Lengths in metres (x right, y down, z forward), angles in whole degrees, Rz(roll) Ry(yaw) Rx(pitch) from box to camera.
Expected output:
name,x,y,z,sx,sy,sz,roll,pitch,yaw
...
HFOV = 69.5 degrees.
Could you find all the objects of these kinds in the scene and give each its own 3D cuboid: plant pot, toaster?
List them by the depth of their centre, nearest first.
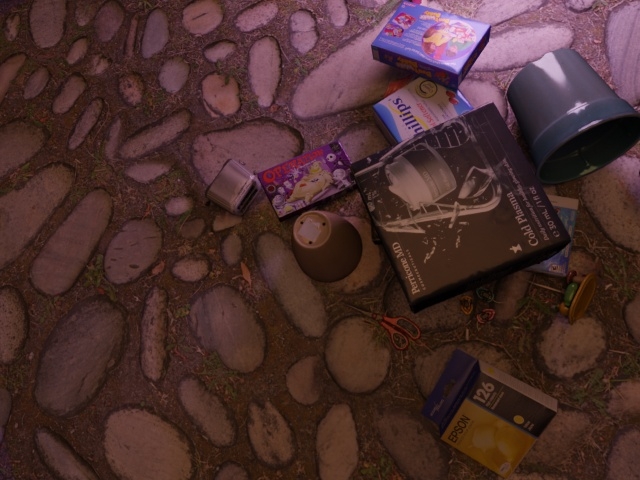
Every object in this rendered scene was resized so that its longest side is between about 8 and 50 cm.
name,x,y,z,sx,sy,sz,roll,pitch,yaw
plant pot,0.803,-0.417,1.514,0.341,0.341,0.334,-20,65,7
plant pot,0.000,0.000,1.599,0.257,0.274,0.256,-3,76,12
toaster,-0.342,-0.196,1.803,0.146,0.129,0.227,33,84,16

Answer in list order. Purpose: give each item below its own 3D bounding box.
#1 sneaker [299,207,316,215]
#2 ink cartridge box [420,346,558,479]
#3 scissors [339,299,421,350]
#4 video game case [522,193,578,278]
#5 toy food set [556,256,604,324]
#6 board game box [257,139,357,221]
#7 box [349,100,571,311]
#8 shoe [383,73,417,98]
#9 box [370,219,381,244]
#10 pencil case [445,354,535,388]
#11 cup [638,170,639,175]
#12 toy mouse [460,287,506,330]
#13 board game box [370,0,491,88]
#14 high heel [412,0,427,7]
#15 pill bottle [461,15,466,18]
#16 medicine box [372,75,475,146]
name,x,y,z,sx,sy,sz,roll,pitch,yaw
sneaker,-0.092,-0.160,1.776,0.191,0.071,0.083,38,78,12
ink cartridge box,0.488,0.521,1.387,0.307,0.072,0.303,26,118,15
scissors,0.211,0.266,1.620,0.297,0.021,0.109,38,89,19
video game case,0.714,-0.028,1.559,0.244,0.061,0.269,12,79,16
toy food set,0.817,0.159,1.472,0.071,0.128,0.218,24,83,47
board game box,-0.040,-0.229,1.744,0.347,0.056,0.208,-25,68,-10
box,0.408,-0.086,1.446,0.472,0.297,0.479,-24,73,8
shoe,0.318,-0.612,1.794,0.081,0.063,0.178,31,89,12
box,0.341,-0.124,1.659,0.322,0.079,0.257,-3,77,12
pencil case,0.526,0.449,1.445,0.273,0.124,0.113,26,88,18
cup,1.137,-0.196,1.399,0.237,0.331,0.331,-31,70,29
toy mouse,0.546,0.218,1.548,0.143,0.031,0.161,-11,74,10
board game box,0.390,-0.708,1.653,0.347,0.078,0.233,30,78,23
high heel,0.381,-0.952,1.875,0.117,0.082,0.244,24,95,45
pill bottle,0.456,-0.794,1.782,0.215,0.117,0.117,-12,74,10
medicine box,0.383,-0.436,1.691,0.289,0.149,0.263,-32,71,2
